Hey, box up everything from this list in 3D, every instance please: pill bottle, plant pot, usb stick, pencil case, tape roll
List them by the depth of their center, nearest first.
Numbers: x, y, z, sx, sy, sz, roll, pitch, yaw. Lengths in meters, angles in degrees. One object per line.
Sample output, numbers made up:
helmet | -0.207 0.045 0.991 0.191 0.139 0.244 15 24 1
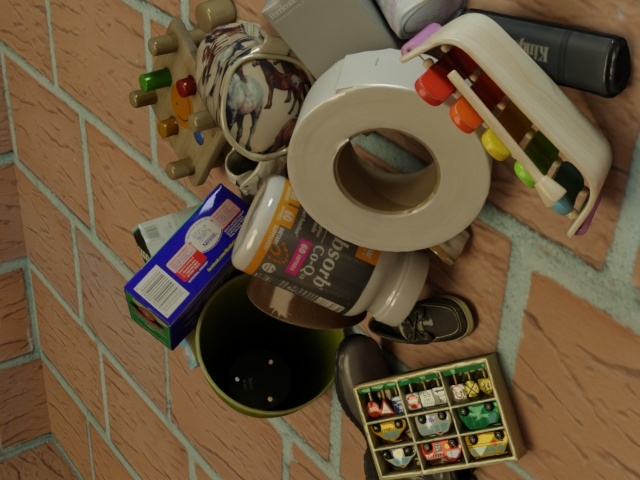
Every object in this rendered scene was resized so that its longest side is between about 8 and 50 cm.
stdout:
usb stick | 0.276 -0.242 1.317 0.278 0.045 0.077 28 130 49
pencil case | 0.097 -0.413 1.440 0.273 0.113 0.124 60 143 17
tape roll | 0.099 -0.122 1.449 0.286 0.100 0.286 7 131 8
pill bottle | 0.016 0.021 1.598 0.162 0.278 0.162 -156 90 -80
pencil case | -0.108 -0.259 1.679 0.184 0.159 0.410 -67 18 12
plant pot | 0.000 0.000 1.763 0.215 0.215 0.230 35 121 44
plant pot | -0.111 0.234 2.022 0.275 0.274 0.293 61 162 16

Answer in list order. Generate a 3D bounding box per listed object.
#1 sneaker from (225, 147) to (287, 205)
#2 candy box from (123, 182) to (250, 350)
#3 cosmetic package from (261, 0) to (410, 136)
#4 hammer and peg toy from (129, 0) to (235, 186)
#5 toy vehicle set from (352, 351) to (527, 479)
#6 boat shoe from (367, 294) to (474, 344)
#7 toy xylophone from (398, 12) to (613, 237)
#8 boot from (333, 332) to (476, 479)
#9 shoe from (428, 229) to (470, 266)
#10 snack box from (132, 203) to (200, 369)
sneaker | -0.126 -0.129 1.915 0.114 0.152 0.305 54 147 22
candy box | -0.239 0.060 1.985 0.122 0.268 0.317 40 164 5
cosmetic package | 0.040 -0.286 1.479 0.127 0.107 0.238 -35 113 25
hammer and peg toy | -0.247 -0.290 2.036 0.266 0.127 0.361 62 148 15
toy vehicle set | 0.185 0.286 1.661 0.266 0.035 0.166 -19 88 37
boat shoe | 0.159 0.137 1.685 0.223 0.073 0.080 -8 100 59
toy xylophone | 0.226 -0.143 1.237 0.323 0.236 0.081 50 126 4
boot | 0.159 0.317 1.778 0.222 0.118 0.338 -2 112 51
shoe | 0.151 -0.033 1.628 0.058 0.076 0.219 -55 46 4
snack box | -0.250 0.090 2.195 0.322 0.187 0.060 66 151 8
